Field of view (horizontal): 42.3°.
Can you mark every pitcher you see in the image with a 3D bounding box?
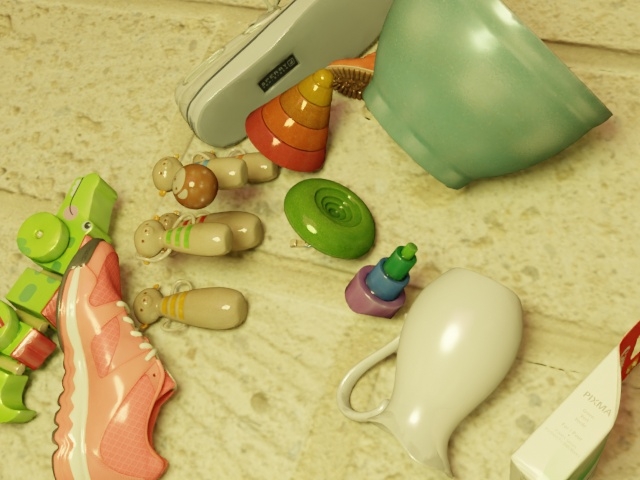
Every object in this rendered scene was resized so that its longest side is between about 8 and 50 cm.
[{"bbox_3d":[0.118,0.131,0.922,0.178,0.125,0.207,21,79,40],"label":"pitcher"}]

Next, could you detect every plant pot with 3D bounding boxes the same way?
[{"bbox_3d":[0.176,-0.188,1.005,0.196,0.293,0.293,-45,57,18],"label":"plant pot"}]

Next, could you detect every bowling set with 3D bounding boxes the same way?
[{"bbox_3d":[-0.170,-0.045,1.045,0.154,0.200,0.287,1,58,18],"label":"bowling set"}]

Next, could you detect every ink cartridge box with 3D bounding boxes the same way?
[{"bbox_3d":[0.276,0.174,0.812,0.225,0.181,0.056,-40,60,-11],"label":"ink cartridge box"}]

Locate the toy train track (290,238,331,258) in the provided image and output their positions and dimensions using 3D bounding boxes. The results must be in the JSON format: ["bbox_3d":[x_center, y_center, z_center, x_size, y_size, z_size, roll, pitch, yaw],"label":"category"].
[{"bbox_3d":[0.000,0.000,1.077,0.083,0.014,0.048,-4,61,13],"label":"toy train track"}]

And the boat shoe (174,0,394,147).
[{"bbox_3d":[-0.061,-0.294,1.202,0.367,0.136,0.156,-41,51,-1],"label":"boat shoe"}]

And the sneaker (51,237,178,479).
[{"bbox_3d":[-0.240,0.150,1.004,0.136,0.116,0.314,-3,74,-1],"label":"sneaker"}]

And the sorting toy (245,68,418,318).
[{"bbox_3d":[0.027,-0.080,1.023,0.127,0.126,0.365,1,49,-37],"label":"sorting toy"}]

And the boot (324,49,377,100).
[{"bbox_3d":[0.083,-0.246,1.171,0.158,0.059,0.084,4,59,7],"label":"boot"}]

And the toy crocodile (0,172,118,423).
[{"bbox_3d":[-0.353,0.070,1.071,0.105,0.115,0.340,18,70,18],"label":"toy crocodile"}]
